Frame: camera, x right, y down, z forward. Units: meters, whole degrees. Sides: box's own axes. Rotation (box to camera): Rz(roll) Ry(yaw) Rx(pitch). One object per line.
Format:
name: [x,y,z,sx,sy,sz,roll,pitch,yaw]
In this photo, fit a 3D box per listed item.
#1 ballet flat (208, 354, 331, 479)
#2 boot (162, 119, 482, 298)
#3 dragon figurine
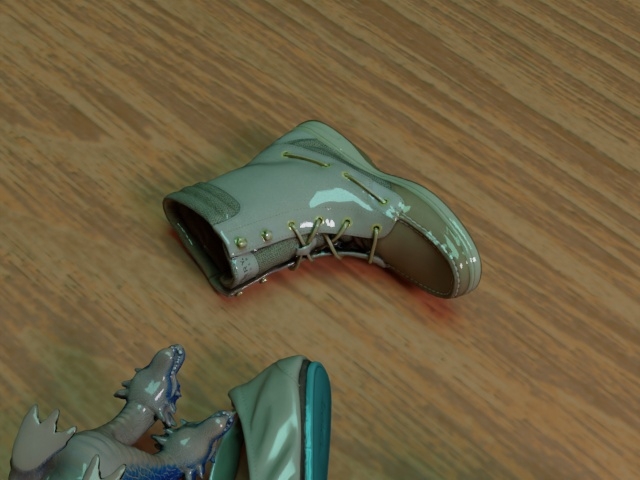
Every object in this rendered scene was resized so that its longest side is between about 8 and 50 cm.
ballet flat: [-0.030,0.181,0.603,0.086,0.086,0.248,6,45,-8]
boot: [0.000,0.000,0.771,0.165,0.077,0.213,-29,55,-35]
dragon figurine: [-0.155,0.176,0.556,0.085,0.144,0.289,33,74,16]
